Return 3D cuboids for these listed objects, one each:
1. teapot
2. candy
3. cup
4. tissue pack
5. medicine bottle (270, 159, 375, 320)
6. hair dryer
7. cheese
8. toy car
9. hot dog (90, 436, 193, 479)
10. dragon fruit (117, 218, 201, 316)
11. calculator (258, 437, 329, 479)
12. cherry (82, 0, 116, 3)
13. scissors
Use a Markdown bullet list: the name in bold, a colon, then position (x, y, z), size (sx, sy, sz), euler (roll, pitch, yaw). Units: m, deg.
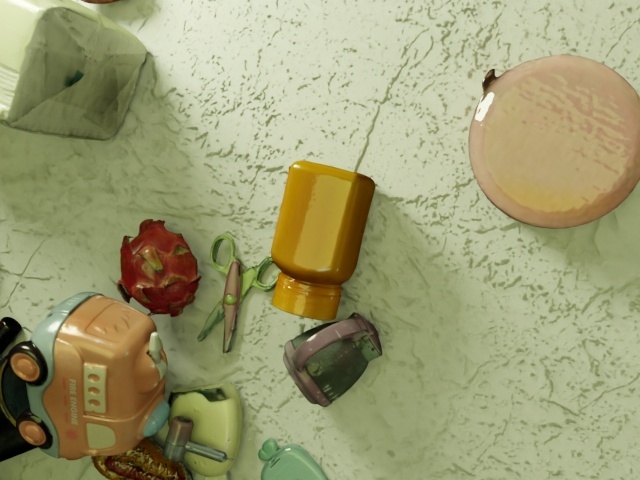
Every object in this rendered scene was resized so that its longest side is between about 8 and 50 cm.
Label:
- **teapot**: position (0.017, 0.164, 1.063), size (0.146, 0.116, 0.148), euler (-34, 124, 0)
- **candy**: position (0.327, -0.142, 0.991), size (0.255, 0.094, 0.255), euler (0, 91, 14)
- **cup**: position (-0.541, 0.270, 1.223), size (0.177, 0.239, 0.166), euler (-29, 125, 19)
- **tissue pack**: position (-0.515, -0.321, 1.108), size (0.380, 0.297, 0.207), euler (26, 99, 11)
- **medicine bottle**: position (-0.001, 0.000, 1.050), size (0.112, 0.149, 0.222), euler (15, 95, 15)
- **hair dryer**: position (-0.190, 0.327, 1.114), size (0.114, 0.037, 0.063), euler (18, 94, 3)
- **cheese**: position (-0.179, 0.362, 1.154), size (0.127, 0.054, 0.252), euler (-10, 89, 14)
- **toy car**: position (-0.342, 0.221, 1.104), size (0.212, 0.180, 0.271), euler (13, 117, 12)
- **hot dog**: position (-0.303, 0.386, 1.186), size (0.191, 0.059, 0.108), euler (27, 102, 11)
- **dragon fruit**: position (-0.264, 0.042, 1.131), size (0.136, 0.133, 0.166), euler (-14, 77, 6)
- **calculator**: position (-0.043, 0.388, 1.134), size (0.153, 0.021, 0.095), euler (45, 101, 6)
- **cherry**: position (-0.364, -0.454, 1.172), size (0.126, 0.087, 0.106), euler (-3, 97, 33)
- **scissors**: position (-0.144, 0.094, 1.156), size (0.133, 0.020, 0.187), euler (24, 96, 9)
